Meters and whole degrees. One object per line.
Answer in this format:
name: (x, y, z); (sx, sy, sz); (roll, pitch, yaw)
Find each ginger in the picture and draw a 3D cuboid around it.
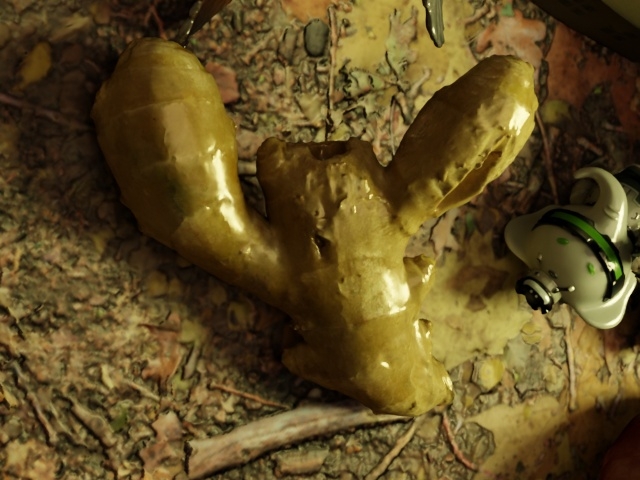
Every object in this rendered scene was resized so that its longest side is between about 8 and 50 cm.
ginger: (-0.012, 0.006, 1.175); (0.363, 0.122, 0.348); (-1, 111, -12)

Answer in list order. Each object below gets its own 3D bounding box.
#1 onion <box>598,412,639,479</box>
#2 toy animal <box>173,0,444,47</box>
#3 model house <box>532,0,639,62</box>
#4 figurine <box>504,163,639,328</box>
onion: (0.432, 0.304, 1.338); (0.348, 0.285, 0.347); (6, 79, -34)
toy animal: (-0.019, -0.325, 1.094); (0.225, 0.284, 0.302); (1, 62, 12)
model house: (0.342, -0.295, 1.288); (0.211, 0.243, 0.204); (28, 79, -26)
figurine: (0.261, 0.000, 1.330); (0.147, 0.126, 0.192); (40, 67, 19)
